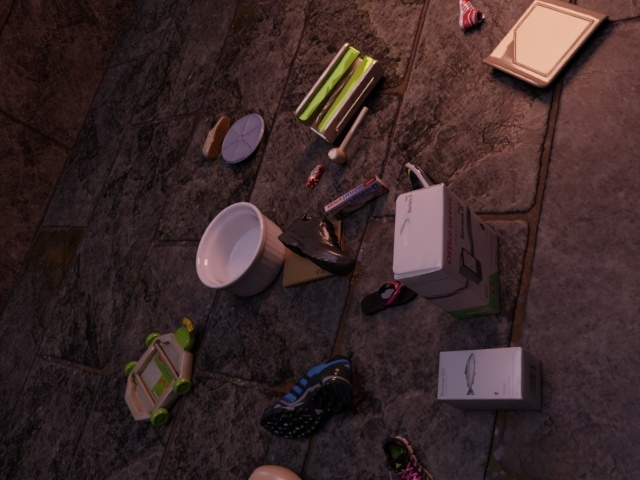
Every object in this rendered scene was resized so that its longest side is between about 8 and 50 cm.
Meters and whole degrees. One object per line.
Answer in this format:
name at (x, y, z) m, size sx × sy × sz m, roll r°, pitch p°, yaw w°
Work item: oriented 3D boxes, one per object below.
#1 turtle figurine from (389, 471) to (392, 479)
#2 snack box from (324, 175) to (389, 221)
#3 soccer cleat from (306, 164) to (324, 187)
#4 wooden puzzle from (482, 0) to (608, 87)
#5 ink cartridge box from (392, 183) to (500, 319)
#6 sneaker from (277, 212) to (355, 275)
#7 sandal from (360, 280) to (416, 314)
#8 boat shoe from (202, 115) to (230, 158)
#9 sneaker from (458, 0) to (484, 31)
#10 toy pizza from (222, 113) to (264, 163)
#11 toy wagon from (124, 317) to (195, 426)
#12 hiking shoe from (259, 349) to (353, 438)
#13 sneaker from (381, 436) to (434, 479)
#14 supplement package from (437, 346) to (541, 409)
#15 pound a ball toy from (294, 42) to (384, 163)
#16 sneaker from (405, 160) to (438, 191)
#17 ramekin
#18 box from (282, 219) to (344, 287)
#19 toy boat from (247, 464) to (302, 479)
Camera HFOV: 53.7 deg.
turtle figurine at (0.080, 0.598, 1.334) m, size 0.175 × 0.118 × 0.234 m, roll -8°, pitch 73°, yaw 55°
snack box at (0.100, -0.115, 1.756) m, size 0.178 × 0.064 × 0.022 m, roll -31°, pitch 48°, yaw 25°
soccer cleat at (-0.019, -0.196, 1.937) m, size 0.083 × 0.029 × 0.036 m, roll -58°, pitch 35°, yaw -5°
wooden puzzle at (0.561, -0.499, 1.589) m, size 0.238 × 0.044 × 0.221 m, roll -47°, pitch 44°, yaw 4°
ink cartridge box at (0.278, 0.031, 1.365) m, size 0.115 × 0.273 × 0.198 m, roll -14°, pitch 58°, yaw 36°
sneaker at (0.000, 0.000, 1.725) m, size 0.286 × 0.109 × 0.130 m, roll 30°, pitch 81°, yaw 44°
sandal at (0.168, 0.135, 1.571) m, size 0.179 × 0.040 × 0.067 m, roll -29°, pitch 50°, yaw 26°
boat shoe at (-0.394, -0.386, 2.348) m, size 0.059 × 0.063 × 0.170 m, roll 18°, pitch 80°, yaw 39°
sneaker at (0.429, -0.654, 1.788) m, size 0.067 × 0.042 × 0.118 m, roll -11°, pitch 68°, yaw 42°
toy pizza at (-0.271, -0.359, 2.246) m, size 0.201 × 0.032 × 0.201 m, roll -21°, pitch 53°, yaw 31°
toy wagon at (-0.485, 0.400, 1.980) m, size 0.344 × 0.068 × 0.267 m, roll -53°, pitch 44°, yaw 3°
hiking shoe at (-0.025, 0.393, 1.574) m, size 0.304 × 0.113 × 0.132 m, roll -35°, pitch 17°, yaw 30°
sneaker at (0.181, 0.484, 1.337) m, size 0.063 × 0.075 × 0.170 m, roll -45°, pitch 45°, yaw 13°
supplement package at (0.343, 0.284, 1.285) m, size 0.179 × 0.105 × 0.105 m, roll -12°, pitch 60°, yaw 37°
pound a ball toy at (0.079, -0.400, 1.915) m, size 0.208 × 0.136 × 0.319 m, roll 37°, pitch 93°, yaw 21°
sneaker at (0.257, -0.108, 1.600) m, size 0.097 × 0.084 × 0.234 m, roll -43°, pitch 45°, yaw 16°
ramekin at (-0.235, 0.037, 1.915) m, size 0.277 × 0.135 × 0.277 m, roll -21°, pitch 53°, yaw 32°
box at (-0.020, 0.040, 1.806) m, size 0.201 × 0.021 × 0.164 m, roll -17°, pitch 57°, yaw 35°
toy boat at (-0.140, 0.683, 1.478) m, size 0.318 × 0.148 × 0.267 m, roll -32°, pitch 54°, yaw 15°
